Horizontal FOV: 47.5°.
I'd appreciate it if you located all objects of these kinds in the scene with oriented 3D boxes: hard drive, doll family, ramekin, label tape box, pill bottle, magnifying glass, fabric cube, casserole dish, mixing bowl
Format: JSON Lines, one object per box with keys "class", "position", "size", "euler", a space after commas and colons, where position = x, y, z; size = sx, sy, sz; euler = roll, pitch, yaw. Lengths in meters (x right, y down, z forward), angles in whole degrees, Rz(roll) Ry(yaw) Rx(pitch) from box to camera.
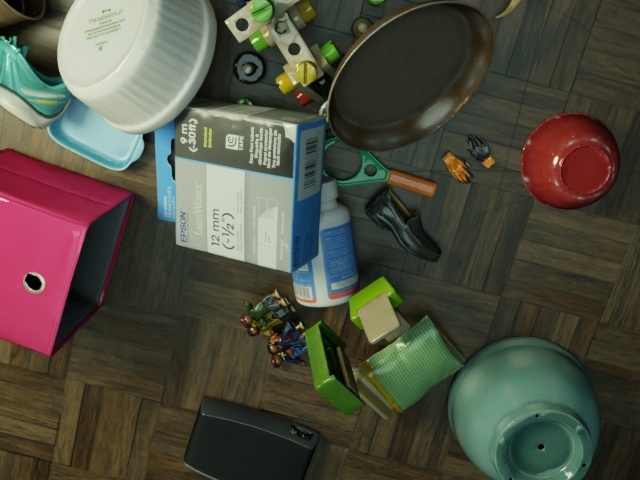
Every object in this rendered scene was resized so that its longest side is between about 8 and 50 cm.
{"class": "hard drive", "position": [-0.144, 0.432, 1.486], "size": [0.255, 0.054, 0.172], "euler": [19, 105, -2]}
{"class": "doll family", "position": [-0.083, 0.179, 1.409], "size": [0.111, 0.076, 0.193], "euler": [-36, 103, 6]}
{"class": "ramekin", "position": [-0.310, -0.320, 1.186], "size": [0.273, 0.127, 0.273], "euler": [-10, 71, 33]}
{"class": "label tape box", "position": [-0.171, -0.107, 1.248], "size": [0.347, 0.115, 0.249], "euler": [12, 112, 22]}
{"class": "pill bottle", "position": [0.000, 0.000, 1.332], "size": [0.124, 0.124, 0.221], "euler": [-6, 105, 4]}
{"class": "magnifying glass", "position": [0.102, -0.128, 1.348], "size": [0.231, 0.026, 0.092], "euler": [18, 104, 0]}
{"class": "fabric cube", "position": [-0.518, 0.009, 1.287], "size": [0.258, 0.259, 0.254], "euler": [21, 106, -3]}
{"class": "casserole dish", "position": [-0.411, -0.207, 1.341], "size": [0.188, 0.037, 0.114], "euler": [27, 104, -5]}
{"class": "mixing bowl", "position": [0.457, -0.133, 1.292], "size": [0.181, 0.098, 0.181], "euler": [0, 104, 1]}

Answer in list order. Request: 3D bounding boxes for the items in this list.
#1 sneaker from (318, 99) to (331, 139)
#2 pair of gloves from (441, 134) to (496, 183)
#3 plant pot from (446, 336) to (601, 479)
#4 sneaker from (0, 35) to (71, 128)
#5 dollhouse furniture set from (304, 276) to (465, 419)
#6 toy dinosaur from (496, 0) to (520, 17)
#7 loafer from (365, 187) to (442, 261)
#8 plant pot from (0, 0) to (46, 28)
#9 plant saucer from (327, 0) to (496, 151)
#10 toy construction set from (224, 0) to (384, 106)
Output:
{"class": "sneaker", "position": [0.013, -0.218, 1.318], "size": [0.035, 0.031, 0.083], "euler": [37, 114, 21]}
{"class": "pair of gloves", "position": [0.274, -0.149, 1.340], "size": [0.083, 0.010, 0.074], "euler": [-38, 100, 10]}
{"class": "plant pot", "position": [0.396, 0.353, 1.370], "size": [0.293, 0.196, 0.293], "euler": [1, 104, 3]}
{"class": "sneaker", "position": [-0.548, -0.304, 1.224], "size": [0.110, 0.107, 0.275], "euler": [-48, 129, 10]}
{"class": "dollhouse furniture set", "position": [0.141, 0.241, 1.322], "size": [0.197, 0.151, 0.301], "euler": [-35, 124, 12]}
{"class": "toy dinosaur", "position": [0.368, -0.455, 1.244], "size": [0.092, 0.053, 0.183], "euler": [20, 98, 13]}
{"class": "loafer", "position": [0.163, -0.026, 1.345], "size": [0.170, 0.062, 0.061], "euler": [38, 119, -8]}
{"class": "plant pot", "position": [-0.590, -0.419, 1.236], "size": [0.165, 0.167, 0.167], "euler": [-22, 103, 15]}
{"class": "plant saucer", "position": [0.145, -0.275, 1.208], "size": [0.310, 0.310, 0.050], "euler": [-33, 59, 10]}
{"class": "toy construction set", "position": [-0.015, -0.340, 1.185], "size": [0.309, 0.237, 0.257], "euler": [-6, 104, 4]}
